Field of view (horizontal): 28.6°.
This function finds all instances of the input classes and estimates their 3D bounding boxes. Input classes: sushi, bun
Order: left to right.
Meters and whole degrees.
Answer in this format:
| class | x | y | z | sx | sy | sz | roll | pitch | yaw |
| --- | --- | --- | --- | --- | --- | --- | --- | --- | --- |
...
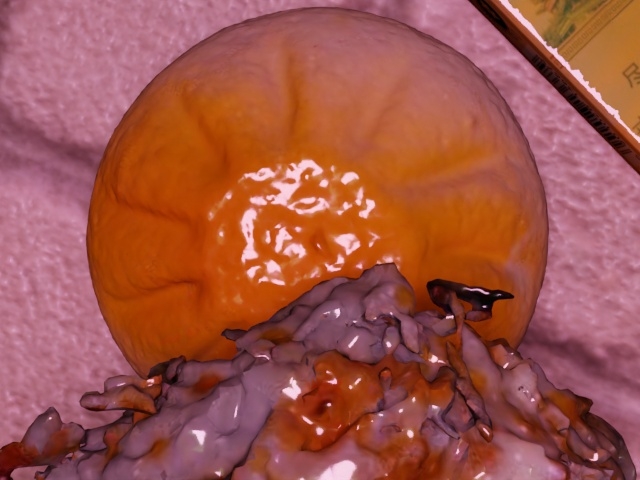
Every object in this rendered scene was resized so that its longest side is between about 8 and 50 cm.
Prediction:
| class | x | y | z | sx | sy | sz | roll | pitch | yaw |
| --- | --- | --- | --- | --- | --- | --- | --- | --- | --- |
| sushi | -0.009 | 0.199 | 0.706 | 0.417 | 0.176 | 0.417 | -5 | 136 | -5 |
| bun | 0.000 | 0.000 | 0.782 | 0.299 | 0.165 | 0.299 | 0 | 93 | 4 |

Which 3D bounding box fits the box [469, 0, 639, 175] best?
| class | x | y | z | sx | sy | sz | roll | pitch | yaw |
| --- | --- | --- | --- | --- | --- | --- | --- | --- | --- |
| box | 0.188 | -0.192 | 0.809 | 0.174 | 0.076 | 0.274 | -44 | 89 | 2 |
